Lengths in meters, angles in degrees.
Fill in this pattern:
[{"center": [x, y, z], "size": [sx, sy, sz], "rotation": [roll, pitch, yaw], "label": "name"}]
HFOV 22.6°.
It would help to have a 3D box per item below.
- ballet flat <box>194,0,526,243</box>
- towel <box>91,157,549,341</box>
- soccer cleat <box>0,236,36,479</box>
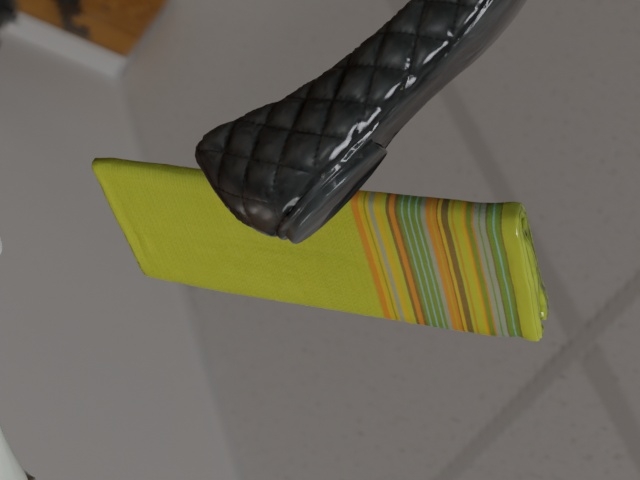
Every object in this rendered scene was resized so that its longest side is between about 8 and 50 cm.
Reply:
[{"center": [0.029, -0.073, 0.523], "size": [0.049, 0.057, 0.173], "rotation": [42, -96, 9], "label": "ballet flat"}, {"center": [0.000, 0.000, 0.842], "size": [0.237, 0.102, 0.021], "rotation": [8, -127, 21], "label": "towel"}, {"center": [-0.093, 0.084, 0.350], "size": [0.068, 0.076, 0.196], "rotation": [25, -53, 31], "label": "soccer cleat"}]
